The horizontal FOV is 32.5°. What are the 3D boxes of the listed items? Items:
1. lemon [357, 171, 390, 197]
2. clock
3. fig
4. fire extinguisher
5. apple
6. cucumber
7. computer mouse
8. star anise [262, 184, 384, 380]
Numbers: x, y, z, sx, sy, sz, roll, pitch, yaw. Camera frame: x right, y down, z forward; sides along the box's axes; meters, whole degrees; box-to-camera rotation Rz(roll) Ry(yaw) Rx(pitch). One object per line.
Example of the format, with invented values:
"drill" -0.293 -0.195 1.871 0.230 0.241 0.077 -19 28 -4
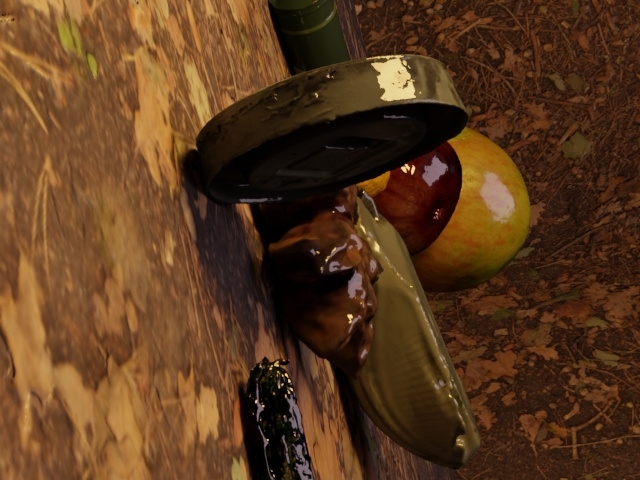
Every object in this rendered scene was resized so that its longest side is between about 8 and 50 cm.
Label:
"lemon" 0.049 -0.118 1.674 0.155 0.114 0.114 43 36 -66
"clock" 0.008 -0.088 0.908 0.226 0.226 0.049 40 34 -78
"fig" 0.135 -0.089 1.911 0.214 0.235 0.235 19 -50 54
"fire extinguisher" 0.003 -0.262 1.645 0.093 0.118 0.294 -57 147 -28
"apple" 0.247 -0.064 2.171 0.339 0.339 0.340 -12 90 -82
"cucumber" -0.029 0.182 0.874 0.053 0.053 0.181 38 38 -78
"computer mouse" 0.088 0.132 1.476 0.228 0.145 0.429 -81 149 -72
"star anise" 0.003 -0.003 1.171 0.315 0.108 0.315 -13 90 -79
